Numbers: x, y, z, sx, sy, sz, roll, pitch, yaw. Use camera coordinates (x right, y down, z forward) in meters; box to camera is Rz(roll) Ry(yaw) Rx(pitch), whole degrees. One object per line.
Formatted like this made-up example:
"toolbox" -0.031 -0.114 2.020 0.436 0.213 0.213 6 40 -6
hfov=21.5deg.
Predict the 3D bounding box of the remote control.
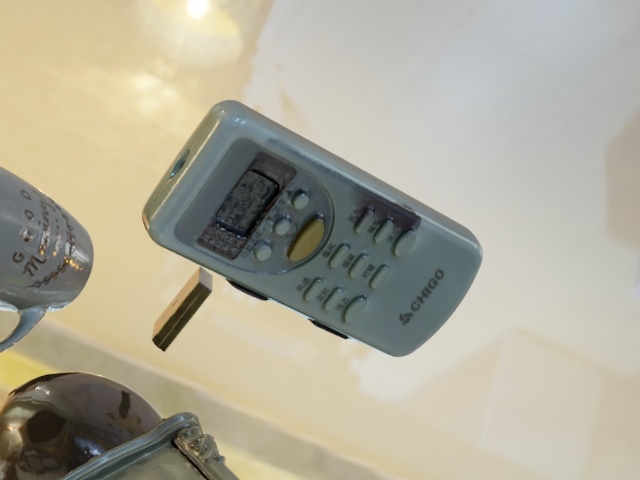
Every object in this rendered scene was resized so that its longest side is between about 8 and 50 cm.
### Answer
"remote control" 0.000 0.000 1.417 0.296 0.056 0.140 28 -72 -30

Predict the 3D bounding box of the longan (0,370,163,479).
"longan" -0.268 0.272 1.932 0.215 0.246 0.246 -13 -20 -25

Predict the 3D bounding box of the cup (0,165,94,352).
"cup" -0.420 0.039 2.195 0.186 0.258 0.234 -14 -25 30

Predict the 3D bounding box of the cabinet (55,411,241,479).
"cabinet" -0.120 0.395 1.701 0.318 0.227 0.290 34 -35 50

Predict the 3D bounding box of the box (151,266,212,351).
"box" -0.161 0.079 1.964 0.023 0.090 0.133 40 3 -7
